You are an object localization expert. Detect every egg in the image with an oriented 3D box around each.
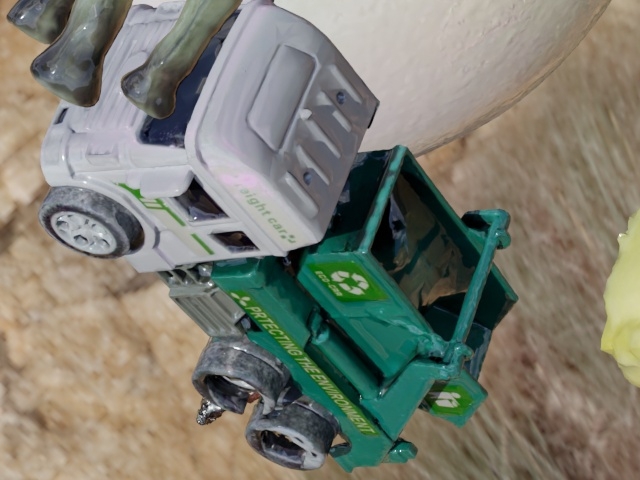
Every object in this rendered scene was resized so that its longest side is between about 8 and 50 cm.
[{"bbox_3d":[-0.016,-0.191,1.093,0.354,0.354,0.340,29,66,36],"label":"egg"}]

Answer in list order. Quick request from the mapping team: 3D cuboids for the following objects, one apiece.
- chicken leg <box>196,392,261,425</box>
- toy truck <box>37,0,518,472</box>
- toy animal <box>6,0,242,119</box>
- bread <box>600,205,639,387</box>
[{"bbox_3d":[-0.032,0.054,0.819,0.036,0.021,0.083,22,98,17],"label":"chicken leg"},{"bbox_3d":[0.000,0.000,0.667,0.116,0.216,0.110,-4,51,37],"label":"toy truck"},{"bbox_3d":[-0.023,-0.117,0.431,0.073,0.217,0.176,30,97,0],"label":"toy animal"},{"bbox_3d":[0.185,-0.014,0.279,0.163,0.167,0.264,-70,18,-3],"label":"bread"}]
